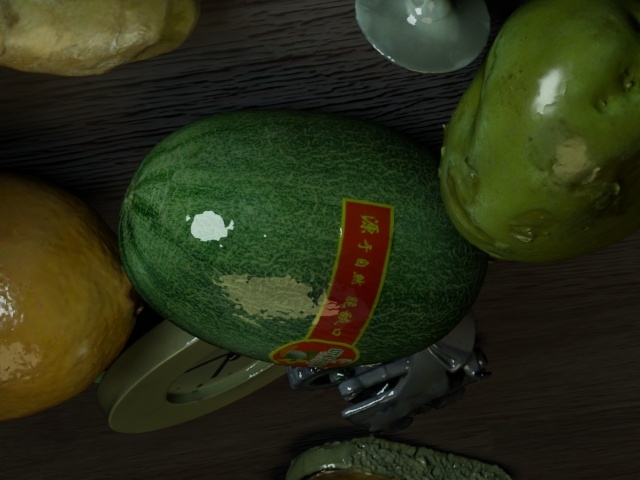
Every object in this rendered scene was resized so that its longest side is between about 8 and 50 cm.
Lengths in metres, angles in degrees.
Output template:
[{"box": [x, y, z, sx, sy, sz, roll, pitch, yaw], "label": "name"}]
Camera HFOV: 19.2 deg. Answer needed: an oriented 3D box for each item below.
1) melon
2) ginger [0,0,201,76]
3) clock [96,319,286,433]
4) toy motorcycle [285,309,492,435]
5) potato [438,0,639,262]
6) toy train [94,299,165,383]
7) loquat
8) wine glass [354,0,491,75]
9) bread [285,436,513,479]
[{"box": [0.000, 0.000, 1.329, 0.287, 0.182, 0.182, 5, 151, -21], "label": "melon"}, {"box": [-0.291, -0.092, 1.081, 0.348, 0.122, 0.363, 36, 99, -34], "label": "ginger"}, {"box": [-0.073, 0.088, 1.548, 0.235, 0.029, 0.235, -26, 163, -9], "label": "clock"}, {"box": [0.078, 0.097, 1.596, 0.159, 0.106, 0.270, -28, 161, 17], "label": "toy motorcycle"}, {"box": [0.164, -0.070, 1.221, 0.148, 0.186, 0.253, 33, 173, 13], "label": "potato"}, {"box": [-0.198, 0.082, 1.576, 0.172, 0.070, 0.099, 13, 156, -29], "label": "toy train"}, {"box": [-0.242, 0.038, 1.359, 0.234, 0.176, 0.187, 1, -172, 15], "label": "loquat"}, {"box": [0.084, -0.185, 1.088, 0.093, 0.093, 0.202, 2, 152, -11], "label": "wine glass"}, {"box": [0.058, 0.272, 1.970, 0.286, 0.056, 0.207, 21, 140, -38], "label": "bread"}]
